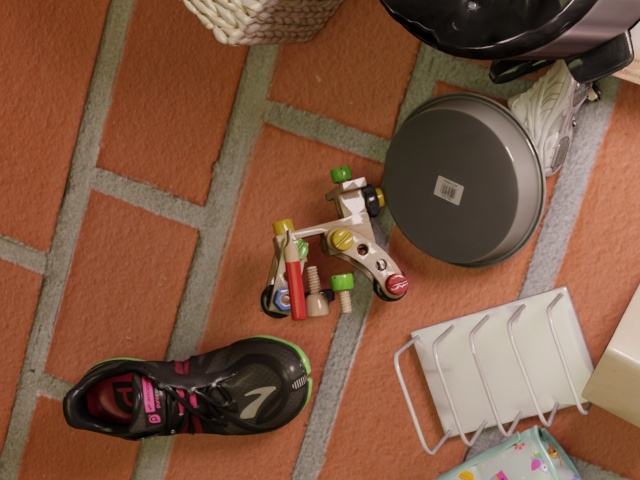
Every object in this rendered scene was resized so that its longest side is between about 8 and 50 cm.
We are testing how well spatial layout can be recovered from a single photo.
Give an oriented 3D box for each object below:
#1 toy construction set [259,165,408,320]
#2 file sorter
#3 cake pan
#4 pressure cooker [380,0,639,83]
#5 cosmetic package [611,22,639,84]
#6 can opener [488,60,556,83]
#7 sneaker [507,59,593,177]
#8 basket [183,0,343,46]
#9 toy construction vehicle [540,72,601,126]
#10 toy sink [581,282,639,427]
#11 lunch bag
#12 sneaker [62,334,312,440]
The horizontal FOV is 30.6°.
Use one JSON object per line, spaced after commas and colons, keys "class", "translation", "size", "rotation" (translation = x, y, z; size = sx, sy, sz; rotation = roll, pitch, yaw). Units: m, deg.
{"class": "toy construction set", "translation": [0.000, 0.000, 1.909], "size": [0.258, 0.309, 0.237], "rotation": [-8, 90, 12]}
{"class": "file sorter", "translation": [0.286, 0.216, 1.892], "size": [0.278, 0.173, 0.192], "rotation": [-19, 91, 20]}
{"class": "cake pan", "translation": [0.220, -0.091, 1.889], "size": [0.293, 0.054, 0.293], "rotation": [12, 110, 35]}
{"class": "pressure cooker", "translation": [0.287, -0.429, 1.587], "size": [0.376, 0.420, 0.369], "rotation": [26, 109, 25]}
{"class": "cosmetic package", "translation": [0.539, -0.369, 1.745], "size": [0.153, 0.129, 0.296], "rotation": [21, 103, 17]}
{"class": "can opener", "translation": [0.355, -0.296, 1.861], "size": [0.186, 0.059, 0.073], "rotation": [-23, 48, 9]}
{"class": "sneaker", "translation": [0.349, -0.220, 1.830], "size": [0.115, 0.090, 0.232], "rotation": [27, 112, 27]}
{"class": "basket", "translation": [-0.103, -0.505, 1.856], "size": [0.328, 0.331, 0.266], "rotation": [46, 115, 9]}
{"class": "toy construction vehicle", "translation": [0.401, -0.235, 1.867], "size": [0.086, 0.035, 0.098], "rotation": [-33, 83, 31]}
{"class": "toy sink", "translation": [0.524, 0.171, 1.809], "size": [0.153, 0.234, 0.131], "rotation": [27, 135, 13]}
{"class": "lunch bag", "translation": [0.331, 0.452, 1.917], "size": [0.223, 0.160, 0.262], "rotation": [-32, 92, 21]}
{"class": "sneaker", "translation": [-0.239, 0.284, 2.069], "size": [0.483, 0.202, 0.185], "rotation": [-12, 94, 21]}
